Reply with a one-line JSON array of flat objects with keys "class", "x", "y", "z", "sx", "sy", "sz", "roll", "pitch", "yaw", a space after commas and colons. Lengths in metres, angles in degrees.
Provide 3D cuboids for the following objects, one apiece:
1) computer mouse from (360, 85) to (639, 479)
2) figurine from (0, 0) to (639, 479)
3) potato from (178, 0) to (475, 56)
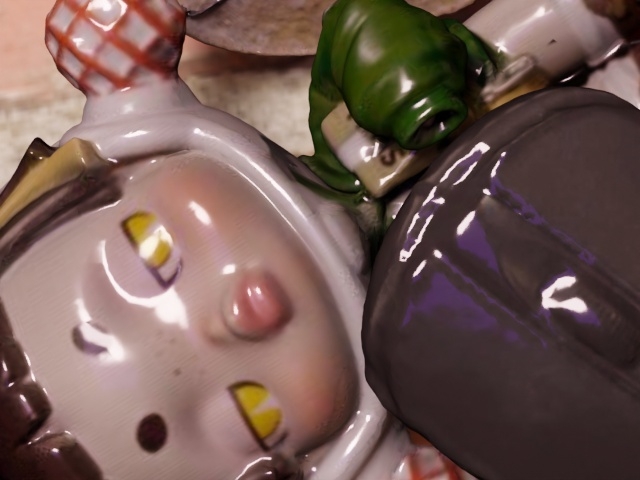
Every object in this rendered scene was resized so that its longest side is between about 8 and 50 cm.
[{"class": "computer mouse", "x": 0.138, "y": 0.058, "z": 0.586, "sx": 0.270, "sy": 0.086, "sz": 0.137, "roll": 36, "pitch": 89, "yaw": -28}, {"class": "figurine", "x": 0.000, "y": 0.000, "z": 0.655, "sx": 0.370, "sy": 0.167, "sz": 0.281, "roll": -33, "pitch": 93, "yaw": 2}, {"class": "potato", "x": 0.053, "y": -0.168, "z": 0.694, "sx": 0.261, "sy": 0.100, "sz": 0.120, "roll": -32, "pitch": 43, "yaw": 24}]
